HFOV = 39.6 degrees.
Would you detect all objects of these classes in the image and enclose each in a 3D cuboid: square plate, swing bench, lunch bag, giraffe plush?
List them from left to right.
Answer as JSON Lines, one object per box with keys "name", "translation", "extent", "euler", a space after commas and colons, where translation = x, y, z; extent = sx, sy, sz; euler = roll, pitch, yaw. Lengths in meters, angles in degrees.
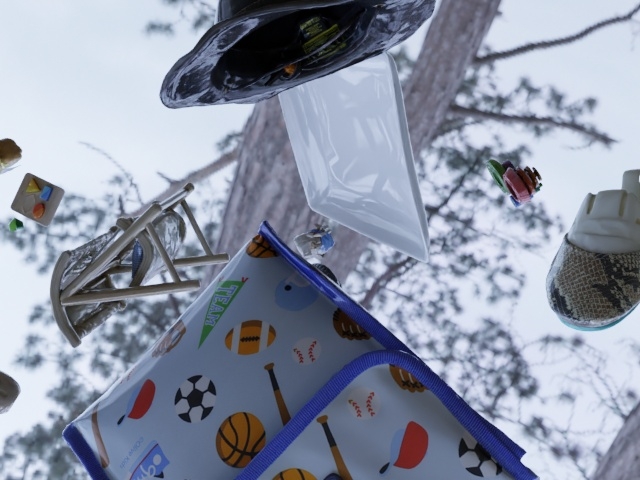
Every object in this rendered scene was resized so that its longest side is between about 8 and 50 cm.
{"name": "giraffe plush", "translation": [-0.730, -0.207, 1.850], "extent": [0.170, 0.181, 0.210], "euler": [60, -169, -7]}
{"name": "swing bench", "translation": [-0.326, 0.038, 1.554], "extent": [0.165, 0.255, 0.253], "euler": [64, -171, -8]}
{"name": "lunch bag", "translation": [-0.022, 0.221, 0.892], "extent": [0.385, 0.328, 0.239], "euler": [43, 178, 36]}
{"name": "square plate", "translation": [0.049, -0.164, 1.421], "extent": [0.049, 0.344, 0.347], "euler": [-28, -150, -24]}

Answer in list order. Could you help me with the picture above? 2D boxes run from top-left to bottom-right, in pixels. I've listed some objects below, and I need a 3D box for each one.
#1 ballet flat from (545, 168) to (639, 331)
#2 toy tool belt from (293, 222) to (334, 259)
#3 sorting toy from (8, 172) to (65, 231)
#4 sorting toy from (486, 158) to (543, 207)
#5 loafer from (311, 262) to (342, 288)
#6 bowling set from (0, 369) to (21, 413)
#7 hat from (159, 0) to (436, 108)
{"name": "ballet flat", "translation": [0.495, -0.023, 1.447], "extent": [0.164, 0.182, 0.483], "euler": [13, -155, 34]}
{"name": "toy tool belt", "translation": [0.000, 0.000, 1.338], "extent": [0.052, 0.051, 0.083], "euler": [60, -159, 8]}
{"name": "sorting toy", "translation": [-0.390, -0.044, 1.204], "extent": [0.062, 0.083, 0.012], "euler": [25, 180, 9]}
{"name": "sorting toy", "translation": [0.243, -0.075, 1.082], "extent": [0.061, 0.042, 0.102], "euler": [57, -178, -22]}
{"name": "loafer", "translation": [-0.018, 0.090, 1.484], "extent": [0.078, 0.080, 0.220], "euler": [42, 162, -20]}
{"name": "bowling set", "translation": [-0.557, 0.290, 1.223], "extent": [0.154, 0.200, 0.287], "euler": [33, -121, -11]}
{"name": "hat", "translation": [-0.037, -0.252, 0.938], "extent": [0.331, 0.331, 0.134], "euler": [-17, -93, -52]}
